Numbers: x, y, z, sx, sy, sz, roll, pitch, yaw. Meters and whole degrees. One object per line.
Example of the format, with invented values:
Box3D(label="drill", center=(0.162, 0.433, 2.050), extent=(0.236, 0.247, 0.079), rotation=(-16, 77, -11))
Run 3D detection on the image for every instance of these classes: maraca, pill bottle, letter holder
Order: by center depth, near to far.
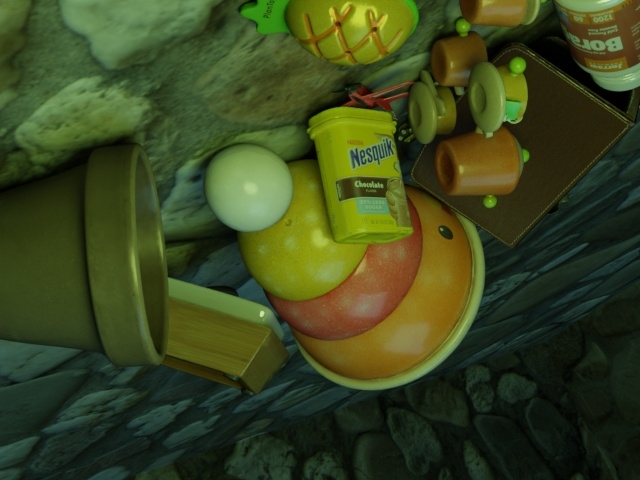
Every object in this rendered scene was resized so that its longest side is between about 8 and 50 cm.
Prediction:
Box3D(label="maraca", center=(0.010, -0.238, 1.098), extent=(0.186, 0.099, 0.127), rotation=(7, 152, -10))
Box3D(label="pill bottle", center=(0.361, -0.280, 1.312), extent=(0.121, 0.121, 0.216), rotation=(-28, 147, 11))
Box3D(label="letter holder", center=(0.292, -0.172, 1.545), extent=(0.302, 0.214, 0.152), rotation=(-54, -174, 45))

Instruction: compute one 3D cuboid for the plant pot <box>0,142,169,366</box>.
Box3D(label="plant pot", center=(-0.308, 0.028, 1.239), extent=(0.229, 0.263, 0.263), rotation=(-7, 161, -1))

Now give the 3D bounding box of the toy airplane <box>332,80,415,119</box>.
Box3D(label="toy airplane", center=(0.070, -0.190, 1.411), extent=(0.151, 0.028, 0.151), rotation=(-11, 167, -3))

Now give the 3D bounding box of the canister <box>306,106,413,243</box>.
Box3D(label="canister", center=(0.056, -0.084, 1.407), extent=(0.126, 0.170, 0.073), rotation=(1, 163, -42))

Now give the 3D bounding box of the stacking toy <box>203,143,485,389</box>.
Box3D(label="stacking toy", center=(0.000, 0.000, 1.523), extent=(0.351, 0.350, 0.480), rotation=(-31, 147, 18))

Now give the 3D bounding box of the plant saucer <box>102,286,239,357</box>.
Box3D(label="plant saucer", center=(-0.277, 0.168, 1.974), extent=(0.278, 0.041, 0.278), rotation=(-22, 161, -8))

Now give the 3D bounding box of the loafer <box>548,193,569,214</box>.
Box3D(label="loafer", center=(0.479, -0.074, 2.263), extent=(0.056, 0.050, 0.148), rotation=(-13, 159, -32))

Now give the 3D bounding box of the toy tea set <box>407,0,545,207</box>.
Box3D(label="toy tea set", center=(0.223, -0.195, 1.338), extent=(0.124, 0.200, 0.336), rotation=(-10, 153, -17))

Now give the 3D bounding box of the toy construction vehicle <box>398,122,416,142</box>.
Box3D(label="toy construction vehicle", center=(0.172, -0.182, 1.581), extent=(0.086, 0.035, 0.098), rotation=(5, 149, -45))

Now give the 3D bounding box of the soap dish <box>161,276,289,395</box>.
Box3D(label="soap dish", center=(-0.204, 0.142, 1.630), extent=(0.291, 0.118, 0.229), rotation=(16, 166, 9))
